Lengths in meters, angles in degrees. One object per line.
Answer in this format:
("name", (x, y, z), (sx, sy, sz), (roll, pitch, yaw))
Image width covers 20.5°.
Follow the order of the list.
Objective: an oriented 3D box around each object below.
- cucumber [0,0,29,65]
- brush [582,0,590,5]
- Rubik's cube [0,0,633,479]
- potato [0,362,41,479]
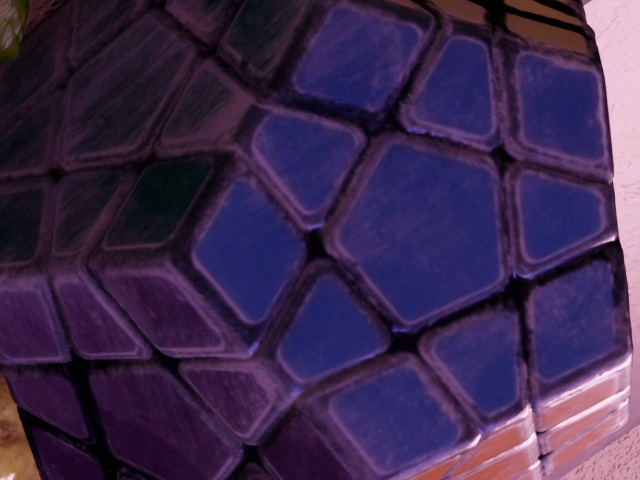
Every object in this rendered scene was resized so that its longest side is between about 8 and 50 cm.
("cucumber", (-0.150, -0.091, 0.558), (0.134, 0.134, 0.244), (-30, 174, -5))
("brush", (0.117, -0.125, 0.984), (0.266, 0.027, 0.062), (-31, 166, 27))
("Rubik's cube", (0.000, 0.000, 0.790), (0.319, 0.319, 0.264), (-26, -174, -17))
("potato", (-0.213, 0.165, 1.073), (0.197, 0.148, 0.228), (-33, 166, -50))
